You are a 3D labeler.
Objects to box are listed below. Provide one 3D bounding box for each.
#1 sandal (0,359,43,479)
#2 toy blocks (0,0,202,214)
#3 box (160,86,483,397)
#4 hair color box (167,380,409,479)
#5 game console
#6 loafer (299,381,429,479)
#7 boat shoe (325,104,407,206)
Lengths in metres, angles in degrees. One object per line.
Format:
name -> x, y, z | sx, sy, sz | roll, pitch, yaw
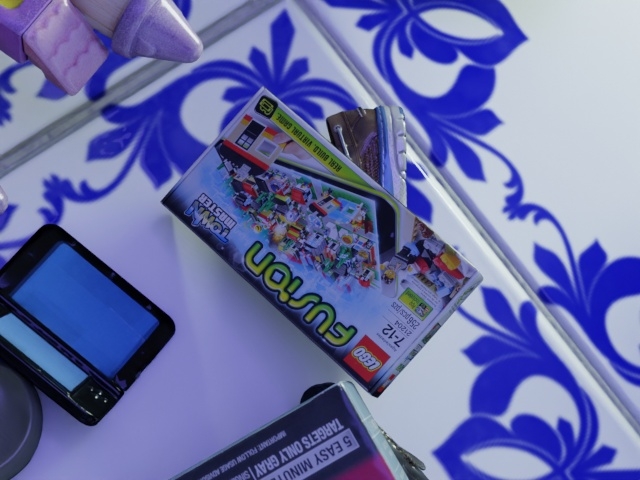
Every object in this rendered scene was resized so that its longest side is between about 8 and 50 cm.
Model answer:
sandal -> -0.324, 0.125, 0.805 | 0.302, 0.086, 0.120 | -14, 77, -19
toy blocks -> -0.190, -0.176, 0.816 | 0.260, 0.309, 0.288 | 33, 68, 3
box -> 0.000, 0.000, 0.917 | 0.207, 0.036, 0.114 | 41, 89, 15
hair color box -> 0.030, 0.294, 0.811 | 0.185, 0.113, 0.374 | -30, 83, 1
game console -> -0.171, 0.054, 0.882 | 0.122, 0.107, 0.071 | 39, 96, -1
loafer -> 0.046, 0.170, 0.919 | 0.061, 0.062, 0.170 | -26, 83, -45
boat shoe -> 0.031, -0.010, 0.966 | 0.066, 0.066, 0.183 | 0, 72, -1
